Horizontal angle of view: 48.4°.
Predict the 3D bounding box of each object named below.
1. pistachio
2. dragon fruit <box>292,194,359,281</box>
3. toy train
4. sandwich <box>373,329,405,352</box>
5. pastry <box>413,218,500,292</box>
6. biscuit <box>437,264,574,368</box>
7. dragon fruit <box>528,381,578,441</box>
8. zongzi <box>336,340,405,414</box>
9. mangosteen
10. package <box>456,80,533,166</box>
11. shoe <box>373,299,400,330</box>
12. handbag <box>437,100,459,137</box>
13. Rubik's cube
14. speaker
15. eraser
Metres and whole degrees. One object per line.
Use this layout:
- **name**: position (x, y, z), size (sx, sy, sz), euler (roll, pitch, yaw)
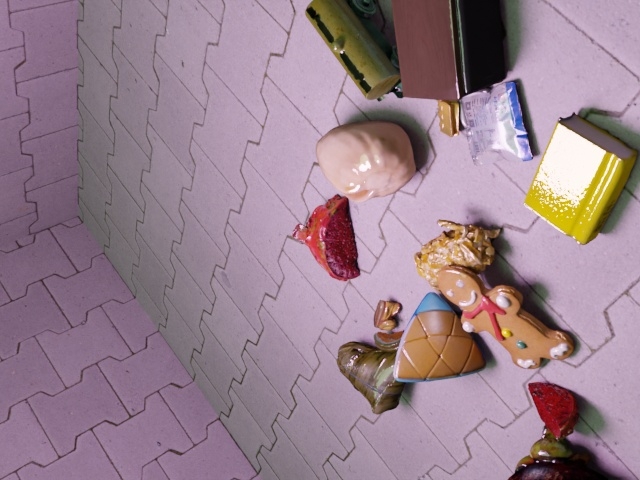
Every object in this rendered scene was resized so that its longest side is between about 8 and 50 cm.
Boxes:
- **pistachio**: position (0.104, -0.211, 1.800), size (0.193, 0.214, 0.318), euler (36, 176, -39)
- **dragon fruit**: position (0.000, 0.000, 2.126), size (0.211, 0.134, 0.262), euler (17, 126, 52)
- **toy train**: position (0.087, -0.441, 1.644), size (0.307, 0.189, 0.126), euler (56, 144, 10)
- **sandwich**: position (0.211, 0.291, 2.075), size (0.135, 0.067, 0.029), euler (-17, 130, 35)
- **pastry**: position (0.325, 0.026, 1.722), size (0.154, 0.102, 0.250), euler (64, 149, 11)
- **biscuit**: position (0.409, 0.183, 1.671), size (0.339, 0.047, 0.216), euler (41, 145, -3)
- **dragon fruit**: position (0.563, 0.405, 1.681), size (0.162, 0.083, 0.106), euler (-125, 13, -63)
- **zongzi**: position (0.172, 0.346, 2.157), size (0.251, 0.125, 0.274), euler (42, 125, 34)
- **mangosteen**: position (0.574, 0.631, 1.684), size (0.305, 0.360, 0.306), euler (12, 139, 11)
- **package**: position (0.373, -0.246, 1.536), size (0.173, 0.027, 0.171), euler (1, 110, 54)
- **shoe**: position (0.194, 0.221, 2.068), size (0.072, 0.069, 0.109), euler (-100, 13, -67)
- **handbag**: position (0.288, -0.279, 1.614), size (0.061, 0.027, 0.083), euler (44, 149, 54)
- **Rubik's cube**: position (0.270, 0.309, 1.894), size (0.254, 0.254, 0.255), euler (33, 136, 38)
- **speaker**: position (0.260, -0.420, 1.455), size (0.192, 0.153, 0.231), euler (19, 127, 49)
- **eraser**: position (0.507, -0.117, 1.400), size (0.158, 0.069, 0.226), euler (41, 141, 29)
